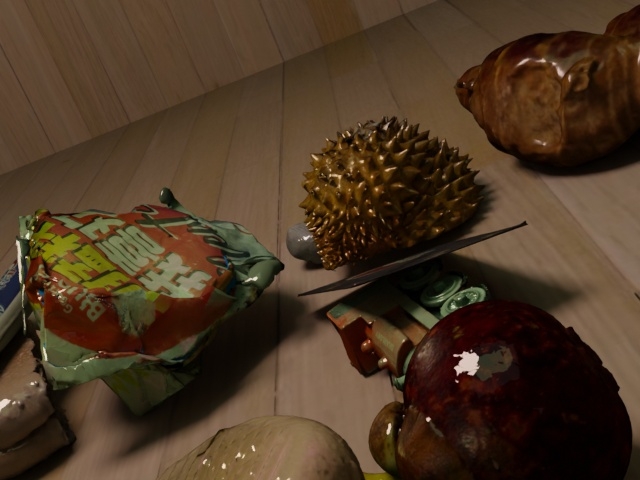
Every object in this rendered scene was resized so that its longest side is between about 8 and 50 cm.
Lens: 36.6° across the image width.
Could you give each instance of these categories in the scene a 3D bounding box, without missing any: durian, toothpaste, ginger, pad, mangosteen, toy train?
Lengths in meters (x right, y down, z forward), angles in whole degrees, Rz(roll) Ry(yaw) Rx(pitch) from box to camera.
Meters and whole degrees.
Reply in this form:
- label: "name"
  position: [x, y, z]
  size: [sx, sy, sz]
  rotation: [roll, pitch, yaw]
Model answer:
- label: "durian"
  position: [0.084, -0.077, 1.115]
  size: [0.183, 0.137, 0.250]
  rotation: [-10, 15, 31]
- label: "toothpaste"
  position: [-0.339, 0.078, 1.035]
  size: [0.069, 0.047, 0.268]
  rotation: [0, 32, 10]
- label: "ginger"
  position: [0.329, -0.195, 1.143]
  size: [0.358, 0.152, 0.274]
  rotation: [-13, 22, 22]
- label: "pad"
  position: [0.078, 0.022, 0.927]
  size: [0.170, 0.006, 0.245]
  rotation: [-19, -1, -13]
- label: "mangosteen"
  position: [0.106, 0.130, 0.599]
  size: [0.146, 0.156, 0.181]
  rotation: [36, 88, 39]
- label: "toy train"
  position: [0.086, 0.081, 0.825]
  size: [0.118, 0.074, 0.176]
  rotation: [-33, 22, -6]

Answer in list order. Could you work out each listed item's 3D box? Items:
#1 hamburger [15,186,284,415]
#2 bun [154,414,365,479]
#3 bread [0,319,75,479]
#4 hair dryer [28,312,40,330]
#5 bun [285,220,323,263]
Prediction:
- label: "hamburger"
  position: [-0.180, 0.064, 1.006]
  size: [0.276, 0.150, 0.260]
  rotation: [-10, 34, -34]
- label: "bun"
  position: [-0.062, 0.214, 0.568]
  size: [0.237, 0.116, 0.210]
  rotation: [-40, 17, 25]
- label: "bread"
  position: [-0.376, 0.169, 1.052]
  size: [0.183, 0.102, 0.337]
  rotation: [-30, 22, -12]
- label: "hair dryer"
  position: [-0.275, 0.073, 1.291]
  size: [0.167, 0.067, 0.199]
  rotation: [-2, 12, 26]
- label: "bun"
  position: [0.000, 0.000, 1.154]
  size: [0.083, 0.045, 0.083]
  rotation: [-4, 20, 2]
